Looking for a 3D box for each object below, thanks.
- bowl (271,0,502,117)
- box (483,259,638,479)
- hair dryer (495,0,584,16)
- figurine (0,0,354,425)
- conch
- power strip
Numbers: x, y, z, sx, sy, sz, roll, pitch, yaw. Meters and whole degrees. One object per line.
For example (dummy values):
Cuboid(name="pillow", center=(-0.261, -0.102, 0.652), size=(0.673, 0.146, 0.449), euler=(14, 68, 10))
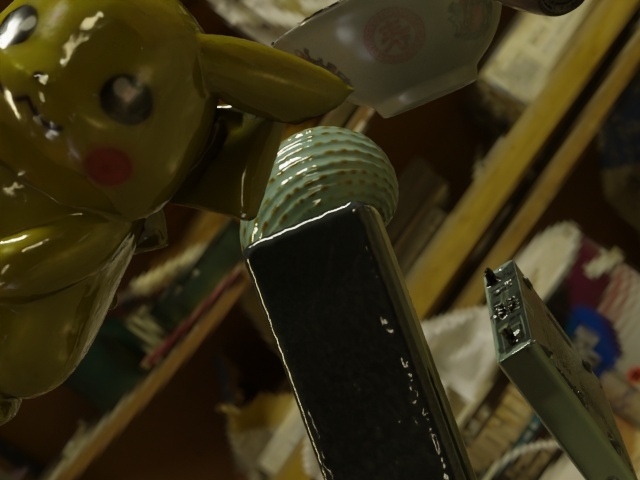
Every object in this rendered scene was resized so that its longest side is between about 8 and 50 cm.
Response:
Cuboid(name="bowl", center=(0.121, -0.265, 2.014), size=(0.345, 0.157, 0.345), euler=(-23, 2, 1))
Cuboid(name="box", center=(0.233, 0.131, 1.456), size=(0.045, 0.211, 0.270), euler=(-34, 10, 12))
Cuboid(name="hair dryer", center=(0.249, -0.406, 1.460), size=(0.361, 0.121, 0.301), euler=(-42, 48, 4))
Cuboid(name="figurine", center=(-0.146, -0.046, 0.902), size=(0.327, 0.218, 0.169), euler=(-57, -9, 22))
Cuboid(name="conch", center=(-0.010, -0.005, 1.279), size=(0.200, 0.131, 0.172), euler=(-65, -9, -45))
Cuboid(name="power strip", center=(0.033, 0.106, 1.118), size=(0.105, 0.257, 0.070), euler=(-22, -10, 14))
